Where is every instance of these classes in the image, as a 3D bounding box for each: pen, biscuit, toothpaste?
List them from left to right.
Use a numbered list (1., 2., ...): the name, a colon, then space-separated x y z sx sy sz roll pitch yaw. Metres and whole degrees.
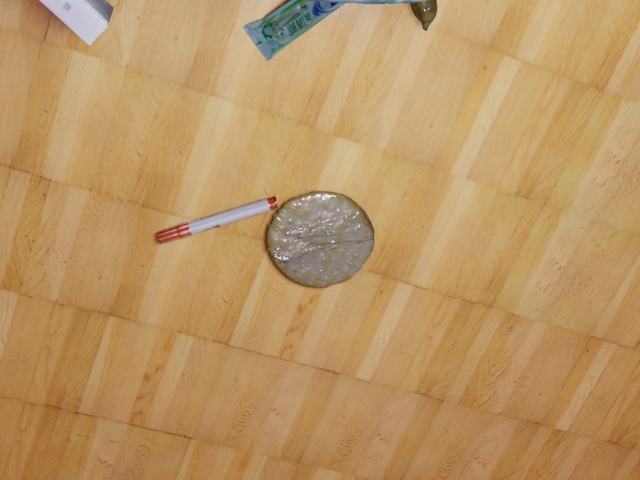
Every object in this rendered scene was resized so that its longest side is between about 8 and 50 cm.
1. pen: -0.196 -0.039 1.745 0.239 0.028 0.028 -17 117 1
2. biscuit: 0.000 0.001 1.788 0.219 0.033 0.220 -4 119 -7
3. toothpaste: 0.004 -0.412 1.560 0.296 0.048 0.075 -29 116 21

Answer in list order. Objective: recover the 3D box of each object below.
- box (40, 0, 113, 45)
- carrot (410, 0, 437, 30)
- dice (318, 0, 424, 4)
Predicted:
1. box: -0.404 -0.394 1.482 0.051 0.130 0.129 -43 114 12
2. carrot: 0.146 -0.517 1.527 0.070 0.070 0.342 -18 118 2
3. dice: 0.029 -0.528 1.298 0.330 0.328 0.348 16 115 31
